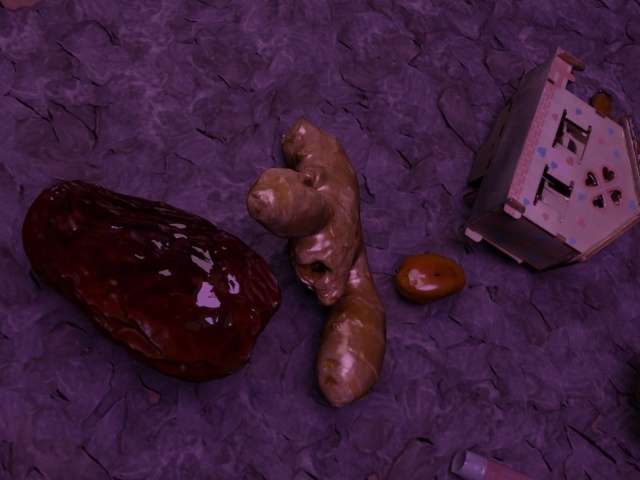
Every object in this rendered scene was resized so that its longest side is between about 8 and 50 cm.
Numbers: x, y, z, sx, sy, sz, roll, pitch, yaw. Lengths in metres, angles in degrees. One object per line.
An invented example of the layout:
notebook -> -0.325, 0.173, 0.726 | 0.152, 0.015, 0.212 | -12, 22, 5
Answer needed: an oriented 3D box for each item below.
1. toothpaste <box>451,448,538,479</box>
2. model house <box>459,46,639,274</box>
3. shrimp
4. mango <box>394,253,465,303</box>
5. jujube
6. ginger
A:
toothpaste -> 0.279, 0.356, 1.162 | 0.194, 0.043, 0.067 | 29, 64, -10
model house -> 0.384, -0.099, 1.291 | 0.244, 0.169, 0.326 | 28, 68, -12
shrimp -> 0.554, -0.202, 1.430 | 0.161, 0.049, 0.166 | -17, 69, -18
mango -> 0.167, 0.058, 1.223 | 0.114, 0.060, 0.080 | 0, 57, -13
jujube -> -0.225, 0.046, 1.058 | 0.342, 0.216, 0.216 | 32, 66, 4
ginger -> 0.020, 0.007, 1.152 | 0.363, 0.122, 0.348 | 60, 26, -22
